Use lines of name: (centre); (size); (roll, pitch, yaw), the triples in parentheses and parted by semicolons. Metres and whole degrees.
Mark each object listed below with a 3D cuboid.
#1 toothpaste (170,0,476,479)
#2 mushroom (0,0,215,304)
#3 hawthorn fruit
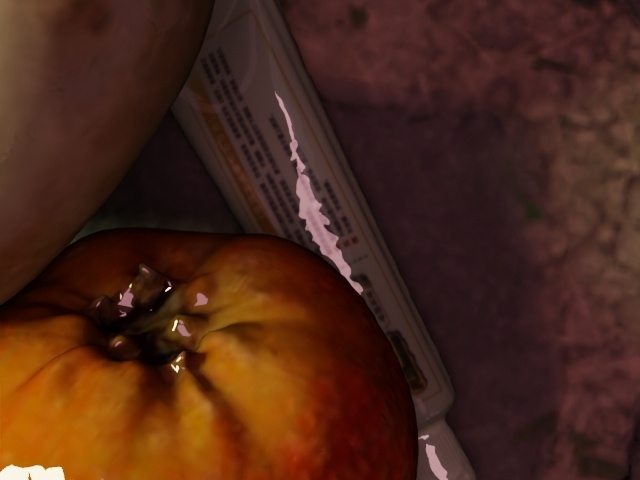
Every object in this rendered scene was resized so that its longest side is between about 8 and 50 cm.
toothpaste: (0.000, 0.000, 0.710); (0.067, 0.037, 0.255); (-29, 87, 10)
mushroom: (-0.186, -0.118, 0.580); (0.290, 0.297, 0.297); (34, 95, -24)
hawthorn fruit: (-0.052, 0.108, 0.652); (0.196, 0.196, 0.225); (-7, 129, 4)
